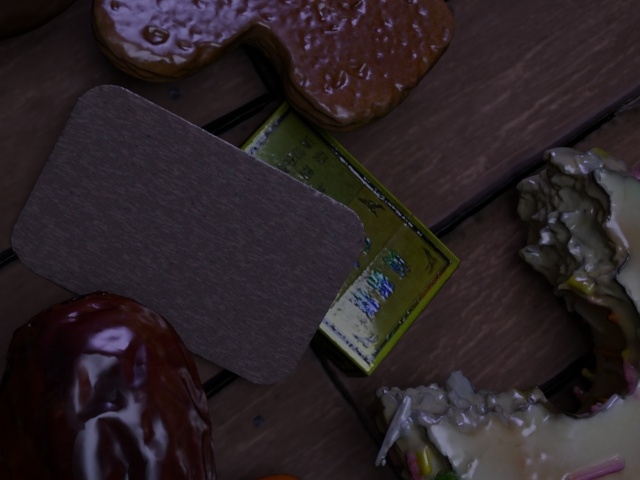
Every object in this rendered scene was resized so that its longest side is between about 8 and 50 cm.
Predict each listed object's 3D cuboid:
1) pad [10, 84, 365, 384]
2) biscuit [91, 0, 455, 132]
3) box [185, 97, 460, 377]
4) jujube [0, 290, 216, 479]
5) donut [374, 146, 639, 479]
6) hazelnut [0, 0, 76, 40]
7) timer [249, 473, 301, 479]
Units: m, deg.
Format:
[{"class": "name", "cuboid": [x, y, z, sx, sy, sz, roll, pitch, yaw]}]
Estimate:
[{"class": "pad", "cuboid": [-0.110, -0.001, 0.929, 0.266, 0.002, 0.176, 28, 100, -7]}, {"class": "biscuit", "cuboid": [-0.041, -0.190, 0.970, 0.277, 0.052, 0.262, 34, 59, -1]}, {"class": "box", "cuboid": [0.000, 0.000, 0.989, 0.220, 0.064, 0.141, 42, 72, -8]}, {"class": "jujube", "cuboid": [-0.162, 0.161, 0.850, 0.183, 0.183, 0.243, -12, 85, -20]}, {"class": "donut", "cuboid": [0.233, 0.121, 1.010, 0.307, 0.150, 0.371, 39, 73, -12]}, {"class": "hazelnut", "cuboid": [-0.308, -0.315, 0.798, 0.366, 0.366, 0.365, 2, 83, -19]}, {"class": "timer", "cuboid": [-0.028, 0.260, 0.933, 0.136, 0.099, 0.136, -1, 91, -31]}]
